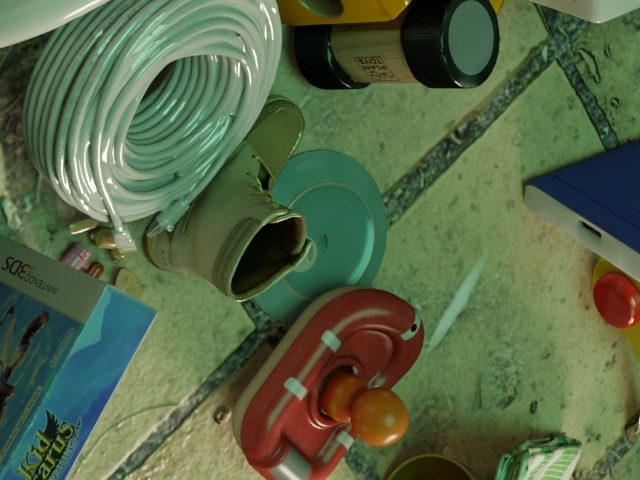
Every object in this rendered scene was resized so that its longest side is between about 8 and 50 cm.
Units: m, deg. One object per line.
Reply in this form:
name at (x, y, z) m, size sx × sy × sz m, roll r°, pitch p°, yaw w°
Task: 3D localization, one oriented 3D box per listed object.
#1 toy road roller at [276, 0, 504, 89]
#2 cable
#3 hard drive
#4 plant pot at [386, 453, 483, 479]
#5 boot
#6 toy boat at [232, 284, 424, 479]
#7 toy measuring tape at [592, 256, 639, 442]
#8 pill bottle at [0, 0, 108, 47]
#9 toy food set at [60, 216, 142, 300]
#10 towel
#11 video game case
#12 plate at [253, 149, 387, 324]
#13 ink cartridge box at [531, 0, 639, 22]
toy road roller at (0.050, -0.305, 1.435) m, size 0.329 × 0.202 × 0.240 m, roll 45°, pitch 62°, yaw -39°
cable at (-0.144, -0.135, 1.328) m, size 0.257 × 0.089 × 0.257 m, roll -46°, pitch 154°, yaw -8°
hard drive at (0.425, -0.056, 1.739) m, size 0.319 × 0.210 × 0.040 m, roll -20°, pitch 129°, yaw -30°
plant pot at (0.146, 0.309, 1.687) m, size 0.095 × 0.134 × 0.134 m, roll 16°, pitch 91°, yaw -56°
boot at (-0.056, -0.041, 1.430) m, size 0.213 × 0.165 × 0.077 m, roll -51°, pitch 124°, yaw -13°
toy boat at (0.031, 0.160, 1.536) m, size 0.231 × 0.151 × 0.151 m, roll -54°, pitch 137°, yaw -13°
toy measuring tape at (0.382, 0.101, 1.834) m, size 0.121 × 0.121 × 0.330 m, roll -27°, pitch 137°, yaw -27°
pill bottle at (-0.288, -0.372, 1.156) m, size 0.229 × 0.229 × 0.407 m, roll -38°, pitch 120°, yaw -22°
toy food set at (-0.212, 0.030, 1.431) m, size 0.078 × 0.019 × 0.122 m, roll -19°, pitch 119°, yaw -30°
towel at (0.222, 0.337, 1.691) m, size 0.325 × 0.038 × 0.248 m, roll 11°, pitch 96°, yaw -70°
video game case at (-0.278, 0.139, 1.267) m, size 0.061 × 0.244 × 0.269 m, roll 34°, pitch 80°, yaw -34°
plate at (0.000, 0.000, 1.568) m, size 0.188 × 0.024 × 0.188 m, roll -9°, pitch 106°, yaw -34°
ink cartridge box at (0.333, -0.467, 1.574) m, size 0.285 × 0.166 × 0.395 m, roll -23°, pitch 123°, yaw -29°
